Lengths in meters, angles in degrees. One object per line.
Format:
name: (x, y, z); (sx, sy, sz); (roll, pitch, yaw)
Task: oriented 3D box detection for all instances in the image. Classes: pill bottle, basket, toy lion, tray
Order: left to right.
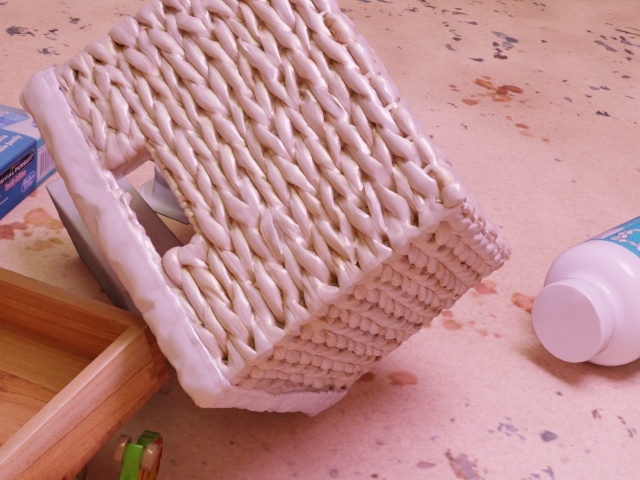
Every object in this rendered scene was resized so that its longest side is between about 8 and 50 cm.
tray: (-0.354, 0.101, 0.908); (0.411, 0.076, 0.203); (16, 43, 30)
toy lion: (-0.156, 0.208, 0.893); (0.034, 0.096, 0.100); (13, 70, 5)
basket: (-0.027, -0.046, 0.966); (0.328, 0.266, 0.331); (58, 9, 17)
pill bottle: (0.360, 0.057, 1.238); (0.264, 0.146, 0.146); (-20, 41, -41)

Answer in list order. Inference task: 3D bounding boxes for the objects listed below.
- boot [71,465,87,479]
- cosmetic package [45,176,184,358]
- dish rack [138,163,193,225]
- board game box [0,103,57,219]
boot: (-0.232, 0.140, 0.990); (0.165, 0.077, 0.213); (-14, 37, -40)
cosmetic package: (-0.206, 0.015, 1.151); (0.086, 0.117, 0.231); (-29, 44, -15)
dish rack: (-0.014, -0.074, 1.255); (0.333, 0.072, 0.285); (21, 31, 20)
board game box: (-0.536, -0.113, 1.329); (0.336, 0.079, 0.253); (15, 30, 8)
